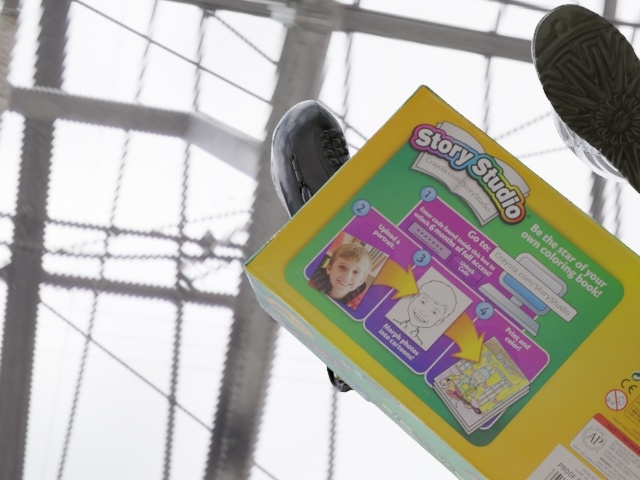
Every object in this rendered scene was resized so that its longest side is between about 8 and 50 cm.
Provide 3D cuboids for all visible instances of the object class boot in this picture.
[{"bbox_3d":[0.211,-0.107,1.323,0.076,0.208,0.190,-32,-77,8],"label":"boot"}]

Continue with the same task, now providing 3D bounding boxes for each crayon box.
[{"bbox_3d":[0.110,0.055,1.055,0.278,0.081,0.165,41,-101,19],"label":"crayon box"}]

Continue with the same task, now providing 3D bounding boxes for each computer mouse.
[{"bbox_3d":[0.000,0.000,1.343,0.041,0.071,0.242,19,-128,-52],"label":"computer mouse"}]
